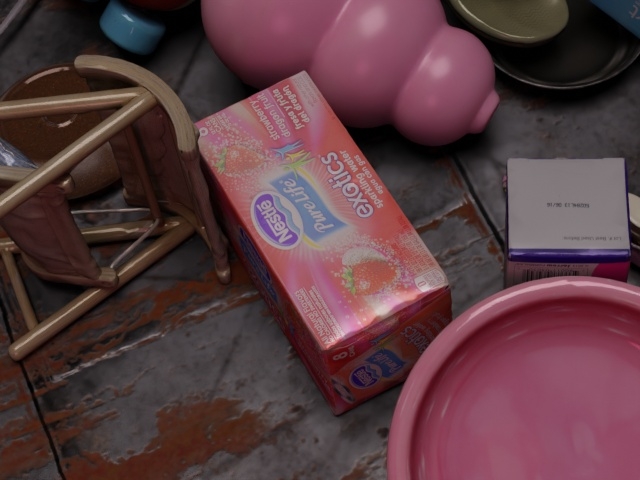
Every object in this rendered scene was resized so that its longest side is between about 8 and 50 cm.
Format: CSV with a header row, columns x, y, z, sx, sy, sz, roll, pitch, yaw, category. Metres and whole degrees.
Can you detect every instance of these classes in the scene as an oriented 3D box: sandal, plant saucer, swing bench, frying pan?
x,y,z,sx,sy,sz,roll,pitch,yaw,category
0.166,-0.341,1.730,0.120,0.086,0.303,-33,94,-17,sandal
0.227,0.198,1.443,0.332,0.084,0.332,0,88,4,plant saucer
-0.238,-0.040,1.597,0.254,0.253,0.165,-21,59,-8,swing bench
-0.285,-0.132,1.774,0.198,0.036,0.199,-4,53,6,plant saucer
0.209,-0.264,1.804,0.326,0.053,0.197,20,63,17,frying pan

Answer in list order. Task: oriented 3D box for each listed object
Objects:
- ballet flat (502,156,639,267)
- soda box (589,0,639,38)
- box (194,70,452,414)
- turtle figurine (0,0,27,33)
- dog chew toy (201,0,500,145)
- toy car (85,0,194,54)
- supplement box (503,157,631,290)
x,y,z,sx,sy,sz,roll,pitch,yaw,category
0.288,-0.037,1.644,0.221,0.079,0.077,31,67,22,ballet flat
0.382,-0.249,1.733,0.210,0.067,0.071,39,58,6,soda box
0.000,0.000,1.608,0.142,0.154,0.300,-27,61,-11,box
-0.452,-0.213,1.758,0.274,0.198,0.266,-14,62,1,turtle figurine
0.040,-0.217,1.713,0.332,0.206,0.207,31,66,6,dog chew toy
-0.249,-0.347,1.747,0.210,0.238,0.219,45,114,26,toy car
0.231,0.025,1.530,0.111,0.220,0.114,0,57,5,supplement box
